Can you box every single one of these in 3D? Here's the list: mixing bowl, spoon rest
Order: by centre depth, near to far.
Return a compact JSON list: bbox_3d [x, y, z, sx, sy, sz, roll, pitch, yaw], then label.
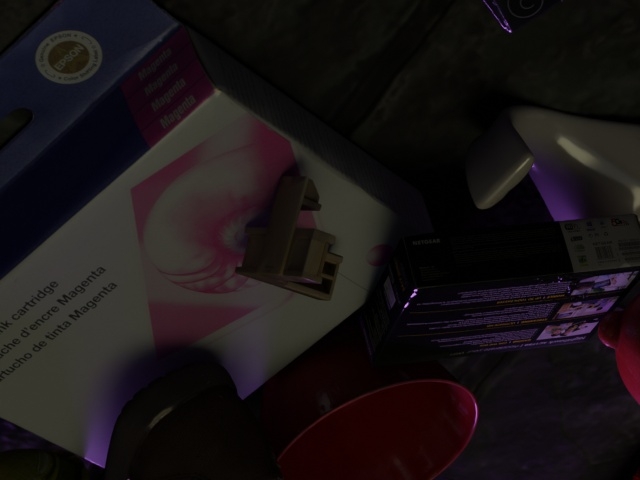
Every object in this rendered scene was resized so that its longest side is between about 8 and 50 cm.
[{"bbox_3d":[0.205,-0.044,1.250,0.276,0.084,0.137,15,129,-45],"label":"spoon rest"},{"bbox_3d":[0.022,0.130,1.320,0.181,0.098,0.181,-19,144,-14],"label":"mixing bowl"}]

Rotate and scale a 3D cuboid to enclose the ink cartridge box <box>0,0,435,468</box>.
[{"bbox_3d":[-0.140,0.010,1.192,0.324,0.071,0.330,-40,132,21],"label":"ink cartridge box"}]

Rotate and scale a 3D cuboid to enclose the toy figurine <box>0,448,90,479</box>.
[{"bbox_3d":[-0.376,0.208,1.227,0.362,0.191,0.217,-20,127,12],"label":"toy figurine"}]

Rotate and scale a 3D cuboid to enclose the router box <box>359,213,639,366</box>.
[{"bbox_3d":[0.130,0.037,1.216,0.179,0.046,0.133,-5,153,-16],"label":"router box"}]

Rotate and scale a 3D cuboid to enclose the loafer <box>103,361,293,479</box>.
[{"bbox_3d":[-0.103,0.261,1.279,0.134,0.130,0.366,-23,141,-30],"label":"loafer"}]

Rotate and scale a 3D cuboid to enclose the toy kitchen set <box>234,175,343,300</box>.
[{"bbox_3d":[0.000,0.000,1.138,0.075,0.083,0.068,20,81,-33],"label":"toy kitchen set"}]

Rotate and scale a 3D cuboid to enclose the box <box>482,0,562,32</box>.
[{"bbox_3d":[0.154,-0.271,0.959,0.247,0.142,0.163,-33,132,13],"label":"box"}]

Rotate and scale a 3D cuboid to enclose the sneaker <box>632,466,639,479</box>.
[{"bbox_3d":[0.309,0.235,1.541,0.279,0.107,0.118,-29,116,7],"label":"sneaker"}]

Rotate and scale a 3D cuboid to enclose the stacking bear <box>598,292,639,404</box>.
[{"bbox_3d":[0.347,0.050,1.237,0.289,0.175,0.164,-21,142,-18],"label":"stacking bear"}]
